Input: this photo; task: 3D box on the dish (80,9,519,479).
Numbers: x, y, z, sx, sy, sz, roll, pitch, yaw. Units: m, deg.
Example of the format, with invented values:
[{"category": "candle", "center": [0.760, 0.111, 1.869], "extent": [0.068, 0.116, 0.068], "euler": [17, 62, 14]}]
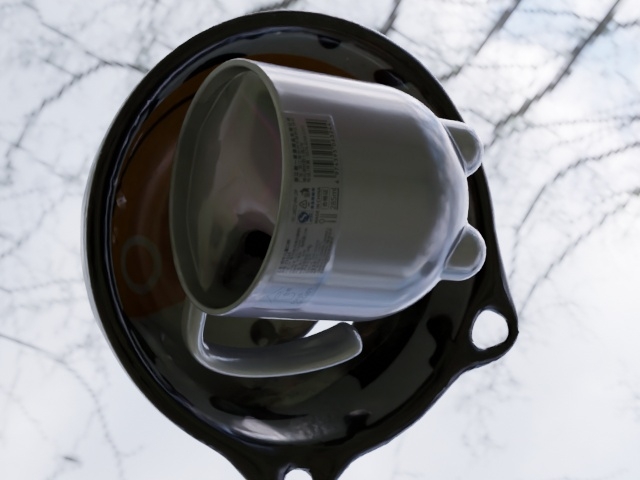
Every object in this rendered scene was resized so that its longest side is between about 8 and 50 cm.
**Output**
[{"category": "dish", "center": [-0.032, 0.003, 1.036], "extent": [0.120, 0.303, 0.303], "euler": [0, -110, 62]}]

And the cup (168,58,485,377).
[{"category": "cup", "center": [0.006, -0.002, 0.897], "extent": [0.134, 0.142, 0.173], "euler": [12, -85, 59]}]
